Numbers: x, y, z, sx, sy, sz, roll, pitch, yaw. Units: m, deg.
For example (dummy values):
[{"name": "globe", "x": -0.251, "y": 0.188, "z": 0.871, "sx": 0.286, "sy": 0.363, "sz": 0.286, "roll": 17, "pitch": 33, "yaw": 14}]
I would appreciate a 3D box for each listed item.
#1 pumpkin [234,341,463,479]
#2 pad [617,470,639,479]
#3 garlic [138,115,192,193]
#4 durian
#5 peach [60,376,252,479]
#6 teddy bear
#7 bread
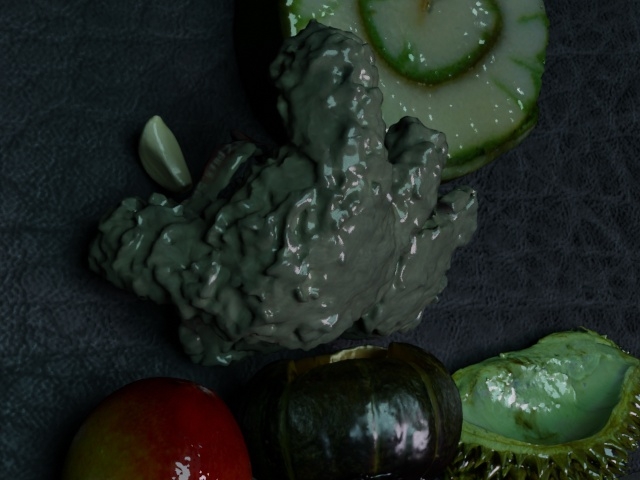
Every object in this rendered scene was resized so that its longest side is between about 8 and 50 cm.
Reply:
[{"name": "pumpkin", "x": 0.030, "y": 0.190, "z": 1.354, "sx": 0.238, "sy": 0.238, "sz": 0.159, "roll": -11, "pitch": 96, "yaw": -33}, {"name": "pad", "x": 0.410, "y": 0.403, "z": 1.695, "sx": 0.143, "sy": 0.003, "sz": 0.211, "roll": -7, "pitch": 86, "yaw": -33}, {"name": "garlic", "x": -0.161, "y": -0.086, "z": 1.382, "sx": 0.041, "sy": 0.053, "sz": 0.083, "roll": -31, "pitch": 93, "yaw": -31}, {"name": "durian", "x": 0.278, "y": 0.226, "z": 1.605, "sx": 0.394, "sy": 0.163, "sz": 0.198, "roll": -22, "pitch": 55, "yaw": -37}, {"name": "peach", "x": -0.149, "y": 0.219, "z": 1.261, "sx": 0.197, "sy": 0.197, "sz": 0.197, "roll": 6, "pitch": 79, "yaw": -32}, {"name": "teddy bear", "x": 0.000, "y": 0.000, "z": 1.378, "sx": 0.357, "sy": 0.224, "sz": 0.367, "roll": -44, "pitch": 150, "yaw": 9}, {"name": "bread", "x": 0.082, "y": -0.242, "z": 1.520, "sx": 0.366, "sy": 0.129, "sz": 0.382, "roll": -41, "pitch": 103, "yaw": -28}]
